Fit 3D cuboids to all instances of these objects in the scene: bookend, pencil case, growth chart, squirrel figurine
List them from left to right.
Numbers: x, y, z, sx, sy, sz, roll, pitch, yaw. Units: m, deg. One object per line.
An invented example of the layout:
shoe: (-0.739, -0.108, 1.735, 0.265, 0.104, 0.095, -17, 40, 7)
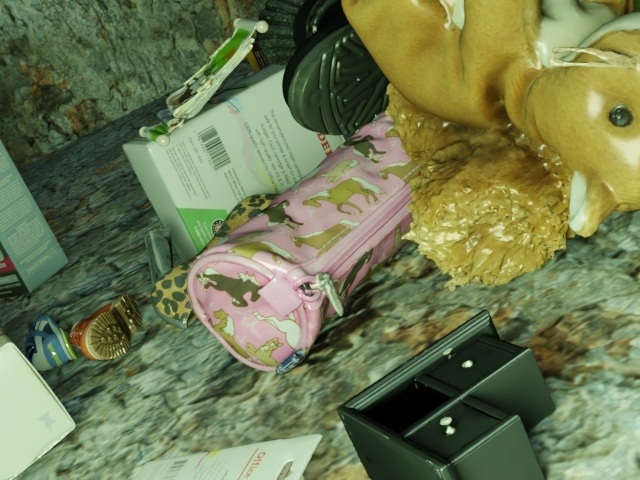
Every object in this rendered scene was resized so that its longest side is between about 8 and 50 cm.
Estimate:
growth chart: (-0.159, -0.218, 1.488, 0.237, 0.021, 0.172, -51, 22, -10)
pencil case: (0.024, -0.015, 1.237, 0.167, 0.160, 0.386, 28, 44, 21)
bookend: (0.121, 0.136, 0.834, 0.156, 0.072, 0.157, -31, 20, -18)
squirrel figurine: (0.215, -0.134, 1.058, 0.281, 0.397, 0.370, -20, 52, -27)

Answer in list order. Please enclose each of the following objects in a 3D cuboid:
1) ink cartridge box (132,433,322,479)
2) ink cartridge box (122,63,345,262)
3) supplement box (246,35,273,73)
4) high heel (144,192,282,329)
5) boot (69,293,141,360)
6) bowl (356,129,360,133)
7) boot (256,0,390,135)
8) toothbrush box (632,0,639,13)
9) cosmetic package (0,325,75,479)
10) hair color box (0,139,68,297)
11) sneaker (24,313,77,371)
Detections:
ink cartridge box: (-0.079, 0.218, 0.875, 0.181, 0.061, 0.104, -15, 21, 28)
ink cartridge box: (-0.113, -0.115, 1.605, 0.278, 0.201, 0.117, -32, 20, -21)
supplement box: (-0.004, -0.322, 2.052, 0.194, 0.191, 0.129, -8, 25, 42)
high heel: (-0.095, 0.032, 1.431, 0.261, 0.093, 0.186, -14, 40, -6)
boot: (-0.290, 0.125, 1.415, 0.085, 0.059, 0.158, -25, 10, 10)
bowl: (0.190, -0.229, 1.556, 0.289, 0.289, 0.156, -12, -20, 33)
boot: (-0.001, -0.260, 1.447, 0.260, 0.131, 0.348, 16, 39, 35)
toothbrush box: (0.356, -0.243, 1.238, 0.122, 0.283, 0.206, -30, 20, -12)
cosmetic package: (-0.411, 0.176, 1.284, 0.153, 0.129, 0.296, -38, 22, -17)
hair color box: (-0.607, -0.083, 1.866, 0.185, 0.374, 0.113, -11, 23, 36)
sneaker: (-0.375, 0.139, 1.481, 0.059, 0.053, 0.144, -33, 19, -17)
